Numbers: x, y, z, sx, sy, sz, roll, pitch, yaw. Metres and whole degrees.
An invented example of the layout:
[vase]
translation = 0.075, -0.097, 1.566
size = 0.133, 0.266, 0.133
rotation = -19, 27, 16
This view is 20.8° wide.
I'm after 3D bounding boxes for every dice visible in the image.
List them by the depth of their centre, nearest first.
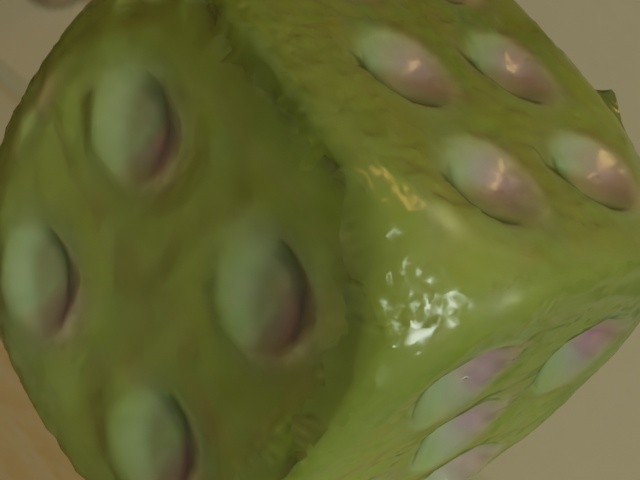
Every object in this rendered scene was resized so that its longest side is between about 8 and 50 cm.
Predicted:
[dice]
translation = 0.000, 0.000, 0.880
size = 0.254, 0.252, 0.250
rotation = -10, 147, -51
